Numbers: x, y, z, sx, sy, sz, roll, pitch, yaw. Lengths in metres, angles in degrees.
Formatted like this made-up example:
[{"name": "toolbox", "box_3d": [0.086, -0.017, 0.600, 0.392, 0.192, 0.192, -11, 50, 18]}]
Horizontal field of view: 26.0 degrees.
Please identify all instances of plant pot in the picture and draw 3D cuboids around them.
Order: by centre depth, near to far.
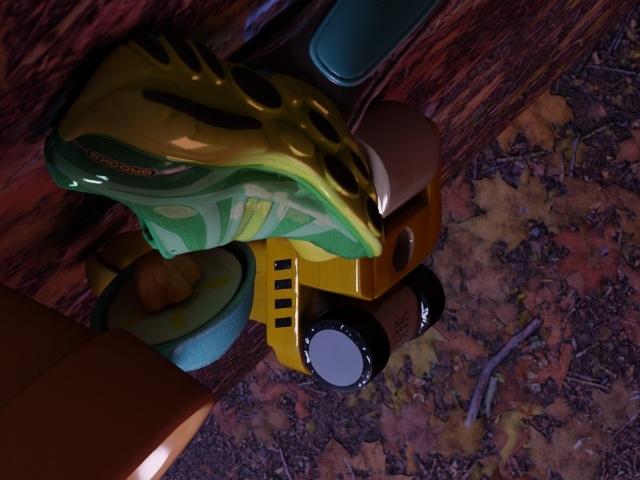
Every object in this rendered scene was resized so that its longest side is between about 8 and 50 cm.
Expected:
[{"name": "plant pot", "box_3d": [-0.222, 0.125, 0.689, 0.291, 0.203, 0.291, -50, 175, -6]}]

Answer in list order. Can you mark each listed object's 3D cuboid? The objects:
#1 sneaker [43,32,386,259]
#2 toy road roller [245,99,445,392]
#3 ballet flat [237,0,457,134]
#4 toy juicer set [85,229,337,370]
[{"name": "sneaker", "box_3d": [-0.061, -0.048, 0.908, 0.123, 0.109, 0.295, -30, 150, 27]}, {"name": "toy road roller", "box_3d": [0.000, 0.000, 1.616, 0.202, 0.240, 0.330, -35, 132, -52]}, {"name": "ballet flat", "box_3d": [-0.012, -0.111, 1.044, 0.316, 0.107, 0.106, -42, -175, -4]}, {"name": "toy juicer set", "box_3d": [-0.135, 0.041, 1.061, 0.209, 0.089, 0.329, 11, -132, 42]}]
